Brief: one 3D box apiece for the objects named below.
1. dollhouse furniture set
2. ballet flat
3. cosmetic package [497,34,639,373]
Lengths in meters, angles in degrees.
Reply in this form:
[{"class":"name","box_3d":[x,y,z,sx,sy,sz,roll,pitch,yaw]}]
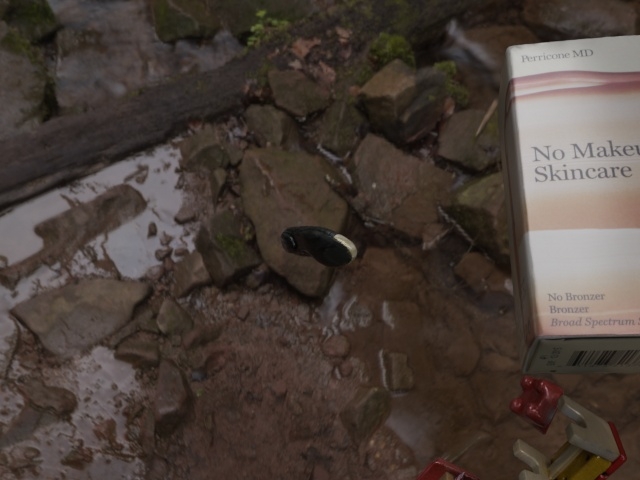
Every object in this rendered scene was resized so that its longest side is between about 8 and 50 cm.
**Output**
[{"class":"dollhouse furniture set","box_3d":[0.263,0.346,0.879,0.152,0.374,0.201,31,25,-5]},{"class":"ballet flat","box_3d":[0.000,0.000,0.896,0.049,0.173,0.057,-25,109,-26]},{"class":"cosmetic package","box_3d":[0.255,-0.034,0.614,0.153,0.129,0.296,-4,64,10]}]
